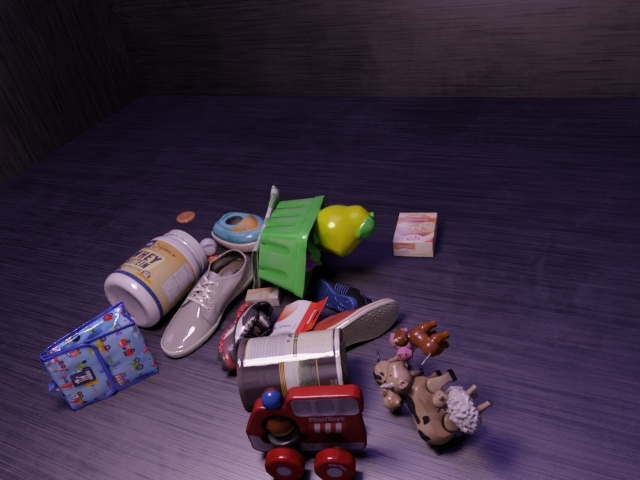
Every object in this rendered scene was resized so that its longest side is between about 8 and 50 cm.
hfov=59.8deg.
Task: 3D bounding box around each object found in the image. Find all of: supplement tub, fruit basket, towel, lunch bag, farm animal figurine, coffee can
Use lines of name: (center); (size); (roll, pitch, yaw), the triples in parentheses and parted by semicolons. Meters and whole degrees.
supplement tub: (-0.572, 0.127, 1.967); (0.228, 0.228, 0.316); (11, 41, 29)
fruit basket: (0.000, 0.000, 1.892); (0.391, 0.283, 0.392); (5, 26, -2)
towel: (-0.193, -0.006, 1.985); (0.038, 0.248, 0.325); (10, 49, 4)
lunch bag: (-0.676, 0.360, 1.674); (0.293, 0.221, 0.138); (-29, 38, -22)
farm animal figurine: (0.235, 0.370, 1.397); (0.172, 0.330, 0.327); (-23, 65, -20)
coffee can: (-0.069, 0.352, 1.519); (0.275, 0.202, 0.202); (-8, 35, 6)

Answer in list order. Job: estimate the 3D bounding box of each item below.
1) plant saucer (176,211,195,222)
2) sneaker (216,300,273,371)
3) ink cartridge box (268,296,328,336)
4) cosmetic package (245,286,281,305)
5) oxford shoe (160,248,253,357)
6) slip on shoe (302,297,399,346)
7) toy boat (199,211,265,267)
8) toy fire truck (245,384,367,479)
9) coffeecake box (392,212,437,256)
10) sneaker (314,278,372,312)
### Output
plant saucer: (-0.603, -0.106, 2.492); (0.083, 0.013, 0.084); (-8, 36, 6)
sneaker: (-0.225, 0.285, 1.727); (0.135, 0.098, 0.276); (-23, 26, 33)
ink cartridge box: (-0.071, 0.240, 1.742); (0.179, 0.045, 0.145); (-32, 18, 41)
cosmetic package: (-0.196, 0.196, 1.917); (0.115, 0.041, 0.060); (-7, 35, 7)
oxford shoe: (-0.384, 0.194, 1.877); (0.169, 0.130, 0.449); (21, 56, 27)
slip on shoe: (0.086, 0.256, 1.690); (0.331, 0.123, 0.101); (-24, 32, -9)
toy boat: (-0.343, -0.013, 2.163); (0.267, 0.148, 0.318); (12, 41, 30)
toy fire truck: (-0.036, 0.438, 1.342); (0.301, 0.254, 0.169); (-4, 35, 12)
coffeecake box: (0.349, -0.023, 2.037); (0.142, 0.068, 0.186); (1, 37, 17)
sneaker: (0.072, 0.184, 1.833); (0.090, 0.082, 0.232); (-4, 18, -34)
